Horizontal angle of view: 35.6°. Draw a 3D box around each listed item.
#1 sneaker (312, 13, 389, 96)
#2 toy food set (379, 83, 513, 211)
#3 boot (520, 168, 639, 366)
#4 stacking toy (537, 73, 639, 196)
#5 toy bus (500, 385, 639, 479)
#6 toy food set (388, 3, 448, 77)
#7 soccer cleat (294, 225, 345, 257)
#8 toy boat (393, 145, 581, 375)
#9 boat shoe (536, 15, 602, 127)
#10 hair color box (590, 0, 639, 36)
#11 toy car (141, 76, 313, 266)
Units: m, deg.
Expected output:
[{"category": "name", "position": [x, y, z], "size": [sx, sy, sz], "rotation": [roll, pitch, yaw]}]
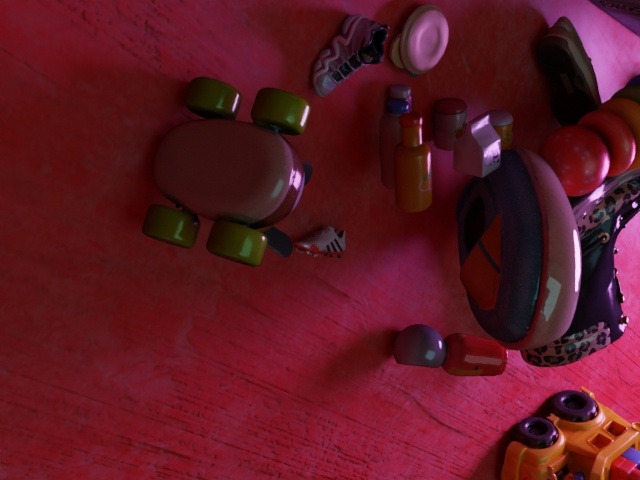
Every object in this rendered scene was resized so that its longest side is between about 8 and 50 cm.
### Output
[{"category": "sneaker", "position": [0.037, -0.188, 1.034], "size": [0.038, 0.069, 0.098], "rotation": [33, 84, -48]}, {"category": "toy food set", "position": [0.135, -0.129, 1.133], "size": [0.232, 0.111, 0.105], "rotation": [-32, 129, -41]}, {"category": "boot", "position": [0.413, -0.003, 1.462], "size": [0.377, 0.138, 0.284], "rotation": [-31, 128, -27]}, {"category": "stacking toy", "position": [0.413, -0.152, 1.301], "size": [0.330, 0.141, 0.141], "rotation": [-27, 127, -28]}, {"category": "toy bus", "position": [0.431, 0.369, 1.611], "size": [0.220, 0.211, 0.149], "rotation": [-25, 127, -34]}, {"category": "toy food set", "position": [0.116, -0.227, 1.133], "size": [0.082, 0.020, 0.083], "rotation": [19, 94, -49]}, {"category": "soccer cleat", "position": [0.000, 0.000, 1.122], "size": [0.083, 0.029, 0.036], "rotation": [6, 96, -50]}, {"category": "toy boat", "position": [0.198, 0.058, 1.217], "size": [0.148, 0.267, 0.318], "rotation": [8, 131, -12]}, {"category": "boat shoe", "position": [0.349, -0.220, 1.351], "size": [0.072, 0.068, 0.190], "rotation": [-62, 143, -27]}, {"category": "hair color box", "position": [0.530, -0.372, 1.422], "size": [0.374, 0.113, 0.185], "rotation": [12, 99, -49]}, {"category": "toy car", "position": [-0.057, -0.047, 0.965], "size": [0.188, 0.149, 0.155], "rotation": [30, 76, -60]}]
